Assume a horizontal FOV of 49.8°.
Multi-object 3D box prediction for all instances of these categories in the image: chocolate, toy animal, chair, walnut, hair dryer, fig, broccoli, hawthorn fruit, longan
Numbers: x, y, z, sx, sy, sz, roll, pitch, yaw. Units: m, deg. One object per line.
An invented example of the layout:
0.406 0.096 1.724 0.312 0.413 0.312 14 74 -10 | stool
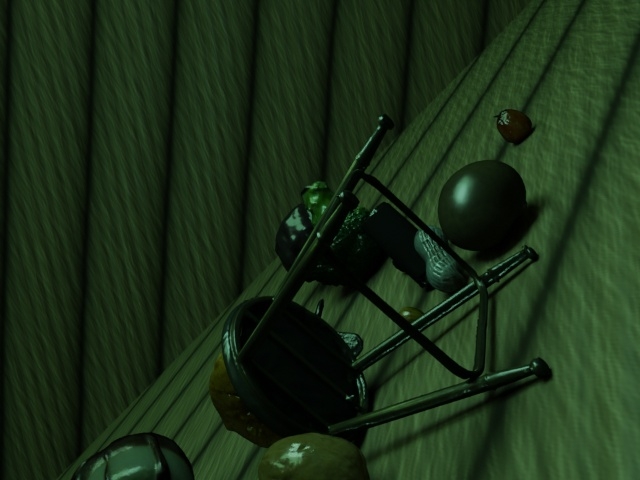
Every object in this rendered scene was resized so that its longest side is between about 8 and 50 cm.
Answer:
-0.381 0.564 1.442 0.283 0.283 0.186 -46 28 -5 | chocolate
-0.033 0.228 1.623 0.197 0.272 0.160 -68 -12 -55 | toy animal
0.076 0.108 1.111 0.410 0.364 0.362 -46 9 28 | chair
0.235 0.037 1.374 0.072 0.072 0.167 -41 45 25 | chocolate
-0.007 0.347 0.993 0.166 0.166 0.149 -36 20 44 | walnut
0.185 0.030 1.563 0.089 0.197 0.251 -45 -12 -9 | hair dryer
0.188 0.149 1.331 0.083 0.050 0.050 -19 25 39 | fig
0.050 -0.014 1.932 0.297 0.297 0.297 -20 -19 -7 | broccoli
0.491 -0.299 1.772 0.081 0.093 0.081 -45 10 11 | hawthorn fruit
0.315 -0.068 1.353 0.189 0.189 0.189 -44 10 9 | longan

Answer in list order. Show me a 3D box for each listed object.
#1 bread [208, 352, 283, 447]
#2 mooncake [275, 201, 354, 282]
-0.096 0.287 1.351 0.268 0.268 0.146 -38 8 36 | bread
0.000 0.000 2.153 0.283 0.141 0.283 -24 -39 -21 | mooncake
